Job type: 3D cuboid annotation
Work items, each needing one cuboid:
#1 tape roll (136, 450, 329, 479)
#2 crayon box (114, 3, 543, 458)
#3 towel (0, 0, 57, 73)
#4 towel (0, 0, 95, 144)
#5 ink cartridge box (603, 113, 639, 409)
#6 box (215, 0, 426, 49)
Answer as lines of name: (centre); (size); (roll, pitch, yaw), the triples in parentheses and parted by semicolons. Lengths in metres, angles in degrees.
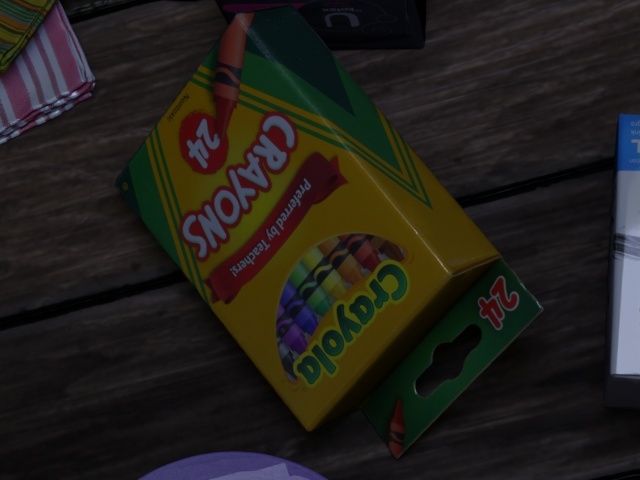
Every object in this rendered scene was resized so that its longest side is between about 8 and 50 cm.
tape roll: (-0.063, 0.303, 1.494); (0.274, 0.090, 0.275); (-2, 76, 8)
crayon box: (0.000, 0.000, 1.515); (0.318, 0.081, 0.202); (50, 124, 16)
towel: (-0.251, -0.256, 1.675); (0.102, 0.021, 0.237); (26, 69, 13)
towel: (-0.305, -0.146, 1.672); (0.197, 0.029, 0.144); (-27, 73, 0)
ink cartridge box: (0.263, 0.021, 1.493); (0.086, 0.148, 0.203); (3, 76, 7)
box: (0.004, -0.306, 1.614); (0.165, 0.143, 0.270); (-1, 76, 8)
